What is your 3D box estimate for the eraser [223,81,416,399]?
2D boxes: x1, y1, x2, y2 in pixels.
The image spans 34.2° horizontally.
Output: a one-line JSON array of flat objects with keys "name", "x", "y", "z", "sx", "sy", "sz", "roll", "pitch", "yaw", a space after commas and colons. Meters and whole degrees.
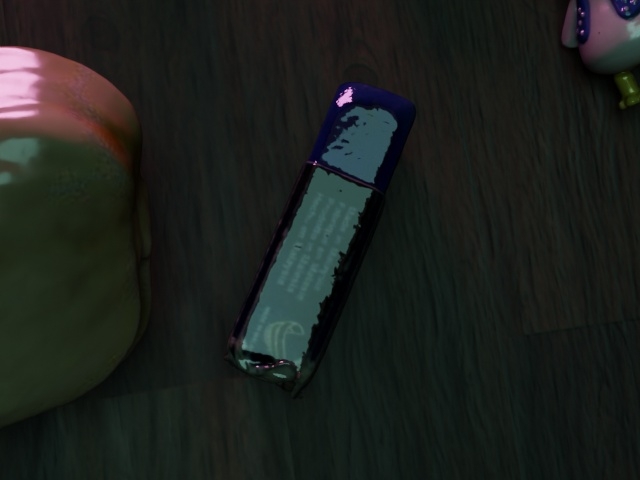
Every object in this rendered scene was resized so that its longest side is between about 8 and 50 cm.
[{"name": "eraser", "x": 0.000, "y": 0.000, "z": 1.108, "sx": 0.102, "sy": 0.155, "sz": 0.332, "roll": 22, "pitch": 81, "yaw": 1}]

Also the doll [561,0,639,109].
[{"name": "doll", "x": 0.320, "y": -0.296, "z": 1.189, "sx": 0.119, "sy": 0.138, "sz": 0.293, "roll": -15, "pitch": 85, "yaw": -46}]

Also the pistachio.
[{"name": "pistachio", "x": -0.346, "y": 0.018, "z": 1.040, "sx": 0.365, "sy": 0.281, "sz": 0.445, "roll": 40, "pitch": 95, "yaw": -8}]
